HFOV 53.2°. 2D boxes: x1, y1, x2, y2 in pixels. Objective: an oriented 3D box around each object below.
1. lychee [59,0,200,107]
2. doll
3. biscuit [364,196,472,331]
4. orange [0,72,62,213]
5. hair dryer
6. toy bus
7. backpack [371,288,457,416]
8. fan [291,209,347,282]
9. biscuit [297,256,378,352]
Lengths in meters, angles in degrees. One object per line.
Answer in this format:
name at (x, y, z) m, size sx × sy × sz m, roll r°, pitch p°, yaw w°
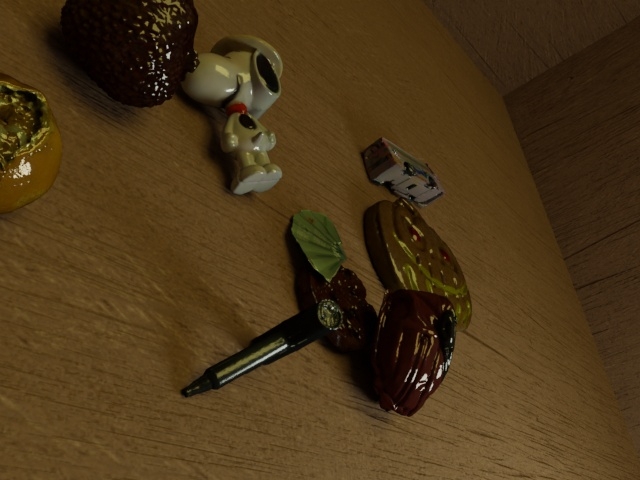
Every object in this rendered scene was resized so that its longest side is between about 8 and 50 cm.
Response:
lychee at (-0.260, -0.283, 0.906) m, size 0.194 × 0.194 × 0.194 m, roll 38°, pitch 36°, yaw -35°
doll at (-0.129, -0.222, 1.123) m, size 0.208 × 0.144 × 0.271 m, roll -29°, pitch 87°, yaw -41°
biscuit at (0.244, 0.043, 1.528) m, size 0.394 × 0.070 × 0.351 m, roll 24°, pitch 46°, yaw -48°
orange at (-0.343, -0.105, 0.659) m, size 0.154 × 0.134 × 0.155 m, roll 43°, pitch 26°, yaw -27°
hair dryer at (-0.083, 0.150, 0.840) m, size 0.194 × 0.173 × 0.050 m, roll -23°, pitch 80°, yaw -47°
toy bus at (0.222, -0.174, 1.668) m, size 0.274 × 0.090 × 0.112 m, roll 20°, pitch 43°, yaw -52°
backpack at (0.156, 0.204, 1.141) m, size 0.138 × 0.229 × 0.229 m, roll 15°, pitch 37°, yaw 2°
fan at (0.000, 0.000, 1.190) m, size 0.131 × 0.009 × 0.240 m, roll 33°, pitch 25°, yaw -17°
biscuit at (0.031, 0.115, 1.151) m, size 0.192 × 0.049 × 0.192 m, roll 34°, pitch 36°, yaw -29°
